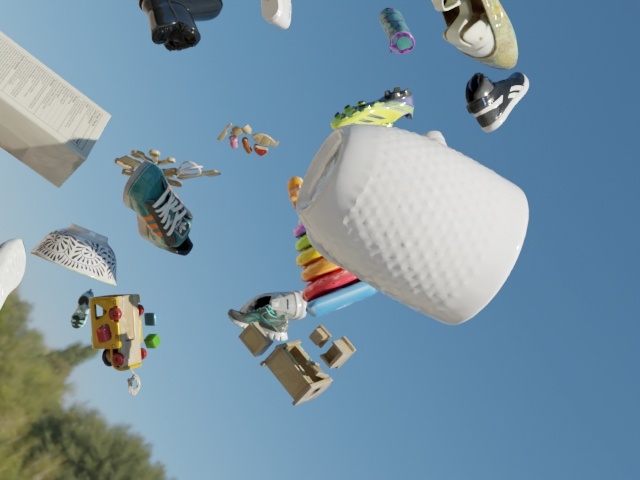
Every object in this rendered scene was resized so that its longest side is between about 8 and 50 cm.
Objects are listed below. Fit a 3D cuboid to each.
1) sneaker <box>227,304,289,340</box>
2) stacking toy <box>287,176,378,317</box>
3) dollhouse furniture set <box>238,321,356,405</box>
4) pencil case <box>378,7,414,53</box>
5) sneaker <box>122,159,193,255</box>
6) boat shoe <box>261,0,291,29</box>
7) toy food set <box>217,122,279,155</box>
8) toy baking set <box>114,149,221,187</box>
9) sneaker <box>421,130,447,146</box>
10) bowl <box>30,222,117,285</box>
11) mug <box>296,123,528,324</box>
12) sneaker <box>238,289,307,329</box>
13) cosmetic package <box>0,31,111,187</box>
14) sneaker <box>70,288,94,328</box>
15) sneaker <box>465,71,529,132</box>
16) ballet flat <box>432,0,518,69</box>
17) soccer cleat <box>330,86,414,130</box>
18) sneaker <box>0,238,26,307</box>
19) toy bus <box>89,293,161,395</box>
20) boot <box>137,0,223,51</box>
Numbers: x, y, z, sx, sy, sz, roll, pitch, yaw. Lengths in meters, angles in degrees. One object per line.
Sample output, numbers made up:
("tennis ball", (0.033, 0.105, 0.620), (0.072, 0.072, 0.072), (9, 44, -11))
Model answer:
("sneaker", (-0.149, 0.191, 2.278), (0.166, 0.076, 0.065), (18, 1, 11))
("stacking toy", (0.000, 0.000, 1.961), (0.175, 0.165, 0.302), (100, -31, -81))
("dollhouse furniture set", (-0.035, 0.199, 1.812), (0.161, 0.101, 0.182), (-48, -109, 20))
("pencil case", (0.190, -0.528, 2.314), (0.152, 0.064, 0.070), (-103, 177, -50))
("sneaker", (-0.326, -0.062, 1.930), (0.121, 0.108, 0.302), (30, -20, 13))
("boat shoe", (-0.094, -0.551, 2.053), (0.063, 0.066, 0.184), (32, 38, -46))
("toy food set", (-0.160, -0.221, 2.009), (0.078, 0.122, 0.019), (-45, -146, 36))
("toy baking set", (-0.398, -0.177, 2.361), (0.196, 0.256, 0.030), (-24, -124, 61))
("sneaker", (0.264, -0.133, 2.326), (0.290, 0.105, 0.123), (101, -29, -50))
("bowl", (-0.445, 0.018, 1.708), (0.170, 0.170, 0.080), (12, -101, 64))
("mug", (0.117, -0.030, 1.603), (0.328, 0.276, 0.374), (27, -30, -16))
("sneaker", (-0.154, 0.177, 2.415), (0.281, 0.115, 0.105), (-26, -115, 51))
("cosmetic package", (-0.574, -0.263, 1.747), (0.309, 0.160, 0.113), (39, -53, -21))
("sneaker", (-0.570, 0.163, 2.220), (0.098, 0.038, 0.069), (-63, -175, 19))
("sneaker", (0.416, -0.367, 2.181), (0.079, 0.217, 0.121), (-19, -62, 48))
("ballet flat", (0.250, -0.420, 1.628), (0.123, 0.123, 0.349), (36, -18, 51))
("soccer cleat", (0.164, -0.366, 2.741), (0.093, 0.289, 0.121), (26, -46, 54))
("sneaker", (-0.951, 0.097, 2.459), (0.323, 0.236, 0.130), (-82, 173, -54))
("toy bus", (-0.457, 0.212, 2.037), (0.104, 0.202, 0.191), (-3, -45, 24))
("boot", (-0.355, -0.587, 2.458), (0.207, 0.246, 0.094), (63, -38, 37))
